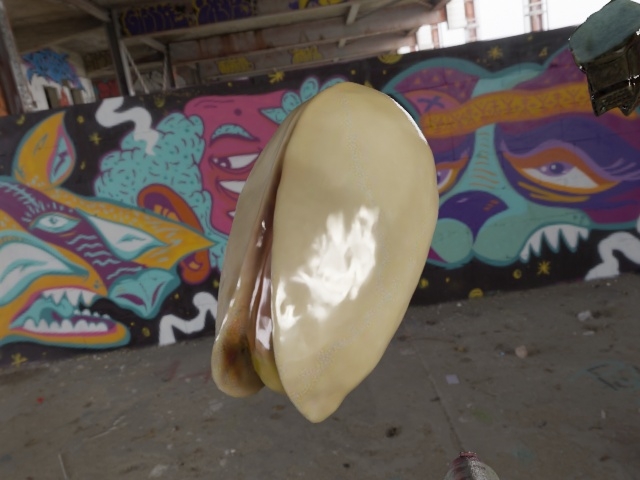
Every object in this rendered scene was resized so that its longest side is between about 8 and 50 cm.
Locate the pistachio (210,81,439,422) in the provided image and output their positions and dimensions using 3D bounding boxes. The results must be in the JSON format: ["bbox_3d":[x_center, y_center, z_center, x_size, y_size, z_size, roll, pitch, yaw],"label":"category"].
[{"bbox_3d":[0.000,0.000,0.452,0.188,0.299,0.187,16,-18,5],"label":"pistachio"}]

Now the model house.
[{"bbox_3d":[0.447,-0.257,0.762,0.165,0.152,0.106,-39,31,-4],"label":"model house"}]

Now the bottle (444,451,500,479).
[{"bbox_3d":[0.283,0.471,0.930,0.110,0.110,0.233,-7,-6,9],"label":"bottle"}]
